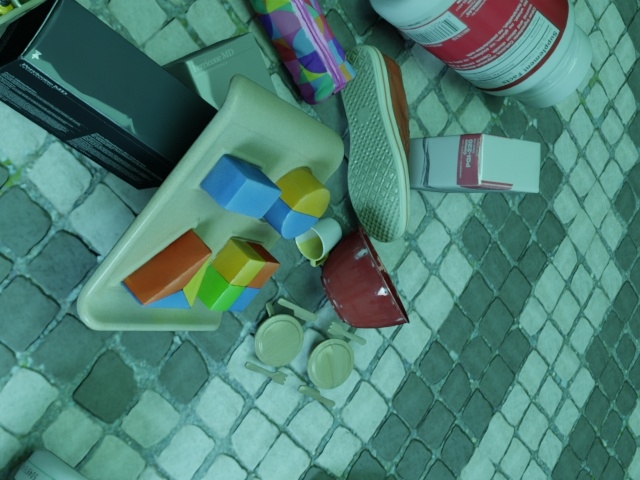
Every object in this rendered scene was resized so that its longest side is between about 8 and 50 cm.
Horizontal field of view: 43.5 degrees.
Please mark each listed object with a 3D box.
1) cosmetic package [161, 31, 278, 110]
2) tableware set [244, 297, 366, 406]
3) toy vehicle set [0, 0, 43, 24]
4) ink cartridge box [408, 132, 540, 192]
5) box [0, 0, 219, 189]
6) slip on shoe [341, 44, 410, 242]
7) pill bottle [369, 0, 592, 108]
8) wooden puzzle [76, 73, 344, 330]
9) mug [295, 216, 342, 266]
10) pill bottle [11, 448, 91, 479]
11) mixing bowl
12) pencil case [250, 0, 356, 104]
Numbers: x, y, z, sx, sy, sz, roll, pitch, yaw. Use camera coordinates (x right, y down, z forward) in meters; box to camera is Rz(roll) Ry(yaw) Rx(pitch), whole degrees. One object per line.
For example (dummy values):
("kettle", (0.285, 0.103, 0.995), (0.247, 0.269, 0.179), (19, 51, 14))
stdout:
("cosmetic package", (-0.125, -0.171, 1.181), (0.127, 0.107, 0.237), (-35, 115, -29))
("tableware set", (-0.029, 0.178, 1.309), (0.194, 0.039, 0.128), (29, 86, -29))
("toy vehicle set", (-0.408, -0.395, 0.935), (0.166, 0.035, 0.266), (-44, 115, -30))
("ink cartridge box", (0.246, -0.130, 1.395), (0.159, 0.218, 0.092), (3, 89, -38))
("box", (-0.272, -0.174, 1.015), (0.261, 0.184, 0.103), (36, 71, -34))
("slip on shoe", (0.108, -0.162, 1.350), (0.101, 0.123, 0.331), (-4, 85, -46))
("pill bottle", (0.297, -0.400, 1.419), (0.408, 0.229, 0.228), (26, 76, -36))
("wooden puzzle", (-0.111, -0.015, 1.047), (0.347, 0.080, 0.322), (-55, 157, 9))
("mug", (-0.001, -0.004, 1.320), (0.062, 0.078, 0.064), (50, 48, 9))
("pill bottle", (-0.368, 0.451, 0.949), (0.204, 0.204, 0.361), (49, 64, -28))
("mixing bowl", (0.063, 0.075, 1.313), (0.098, 0.181, 0.181), (-28, 113, 7))
("pencil case", (-0.034, -0.329, 1.248), (0.104, 0.104, 0.236), (-46, 118, -27))
